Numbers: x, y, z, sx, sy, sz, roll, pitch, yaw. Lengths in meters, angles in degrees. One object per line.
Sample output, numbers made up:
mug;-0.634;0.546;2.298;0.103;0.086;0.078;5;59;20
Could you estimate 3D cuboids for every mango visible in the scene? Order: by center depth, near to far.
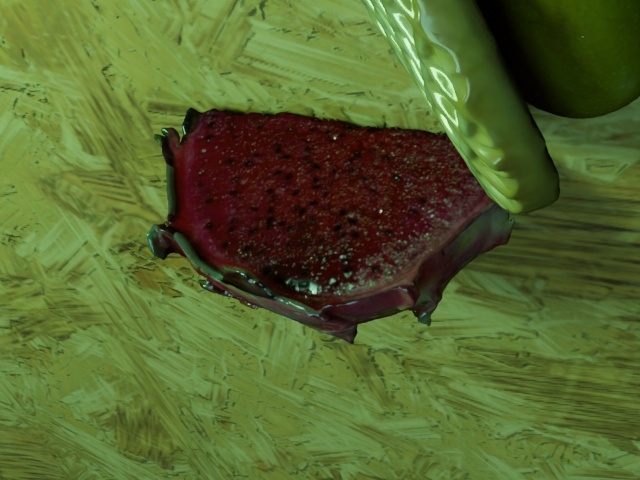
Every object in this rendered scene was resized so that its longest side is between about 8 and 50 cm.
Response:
mango;0.120;-0.142;0.758;0.099;0.136;0.227;-30;156;3

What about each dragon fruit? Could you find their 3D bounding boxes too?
dragon fruit;0.000;0.011;1.042;0.274;0.161;0.126;9;142;22

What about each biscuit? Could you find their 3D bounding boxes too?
biscuit;0.056;-0.117;0.815;0.040;0.204;0.309;-31;131;3
